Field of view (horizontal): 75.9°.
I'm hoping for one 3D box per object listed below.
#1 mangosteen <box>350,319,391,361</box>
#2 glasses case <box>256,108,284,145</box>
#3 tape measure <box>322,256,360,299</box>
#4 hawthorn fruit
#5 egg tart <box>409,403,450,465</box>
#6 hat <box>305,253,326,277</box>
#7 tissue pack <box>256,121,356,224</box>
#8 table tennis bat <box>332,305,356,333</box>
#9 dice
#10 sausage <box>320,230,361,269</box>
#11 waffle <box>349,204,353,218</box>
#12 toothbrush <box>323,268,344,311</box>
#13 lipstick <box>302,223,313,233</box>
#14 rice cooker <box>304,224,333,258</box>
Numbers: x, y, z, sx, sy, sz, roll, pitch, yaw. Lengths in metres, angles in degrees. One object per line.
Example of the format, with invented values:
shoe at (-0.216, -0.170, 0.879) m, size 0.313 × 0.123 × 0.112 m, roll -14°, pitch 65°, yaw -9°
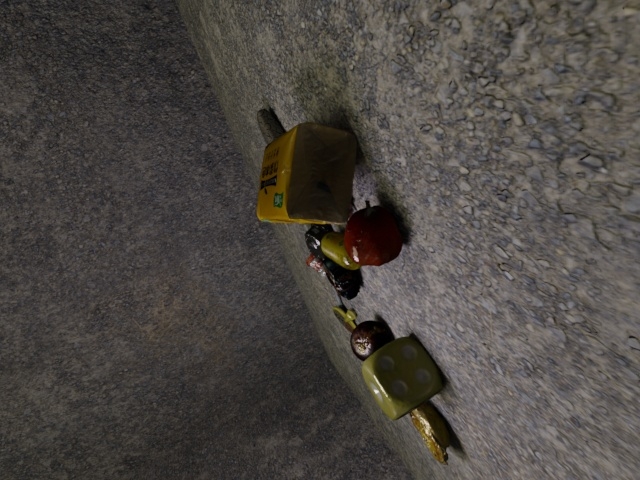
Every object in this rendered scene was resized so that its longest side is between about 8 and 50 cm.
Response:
mangosteen at (0.244, 0.464, 1.904) m, size 0.217 × 0.192 × 0.192 m, roll 10°, pitch -139°, yaw -56°
glasses case at (-0.200, -0.458, 1.925) m, size 0.354 × 0.085 × 0.137 m, roll 60°, pitch 168°, yaw 12°
tape measure at (0.099, 0.157, 1.908) m, size 0.223 × 0.135 × 0.202 m, roll 55°, pitch 175°, yaw 39°
hawthorn fruit at (0.153, -0.021, 1.252) m, size 0.185 × 0.185 × 0.202 m, roll -154°, pitch 53°, yaw -69°
egg tart at (0.487, 0.818, 1.783) m, size 0.290 × 0.107 × 0.291 m, roll 60°, pitch 172°, yaw 15°
hat at (-0.008, 0.152, 2.451) m, size 0.162 × 0.093 × 0.112 m, roll 41°, pitch 172°, yaw 13°
tissue pack at (-0.062, -0.198, 1.363) m, size 0.382 × 0.228 × 0.293 m, roll -172°, pitch 90°, yaw -67°
table tennis bat at (0.160, 0.471, 2.445) m, size 0.224 × 0.054 × 0.368 m, roll 48°, pitch 163°, yaw 10°
dice at (0.312, 0.530, 1.591) m, size 0.238 × 0.233 × 0.226 m, roll 55°, pitch 164°, yaw 28°
sausage at (0.093, 0.038, 1.696) m, size 0.123 × 0.123 × 0.347 m, roll 67°, pitch 166°, yaw -19°
waffle at (0.058, -0.180, 1.561) m, size 0.221 × 0.056 × 0.234 m, roll 68°, pitch 169°, yaw -18°
toothbrush at (0.092, 0.308, 2.438) m, size 0.035 × 0.042 × 0.413 m, roll 46°, pitch 161°, yaw 51°
lipstick at (-0.054, -0.079, 2.135) m, size 0.252 × 0.078 × 0.079 m, roll 59°, pitch 166°, yaw 17°
rice cooker at (0.000, -0.001, 1.965) m, size 0.142 × 0.118 × 0.203 m, roll 31°, pitch 147°, yaw 38°
